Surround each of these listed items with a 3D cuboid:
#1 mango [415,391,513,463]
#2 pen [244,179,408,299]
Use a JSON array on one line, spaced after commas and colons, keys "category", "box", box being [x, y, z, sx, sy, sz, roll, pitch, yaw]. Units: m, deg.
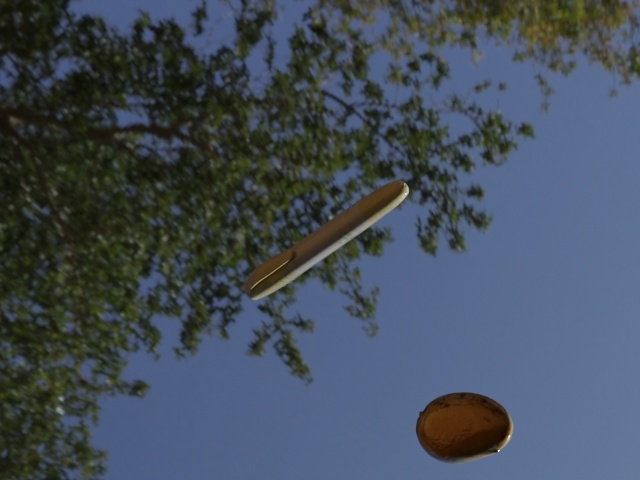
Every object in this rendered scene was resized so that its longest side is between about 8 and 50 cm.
[{"category": "mango", "box": [0.158, 0.206, 1.271, 0.114, 0.057, 0.079, -6, -104, 34]}, {"category": "pen", "box": [0.000, 0.000, 1.236, 0.233, 0.040, 0.032, -36, -124, 29]}]
